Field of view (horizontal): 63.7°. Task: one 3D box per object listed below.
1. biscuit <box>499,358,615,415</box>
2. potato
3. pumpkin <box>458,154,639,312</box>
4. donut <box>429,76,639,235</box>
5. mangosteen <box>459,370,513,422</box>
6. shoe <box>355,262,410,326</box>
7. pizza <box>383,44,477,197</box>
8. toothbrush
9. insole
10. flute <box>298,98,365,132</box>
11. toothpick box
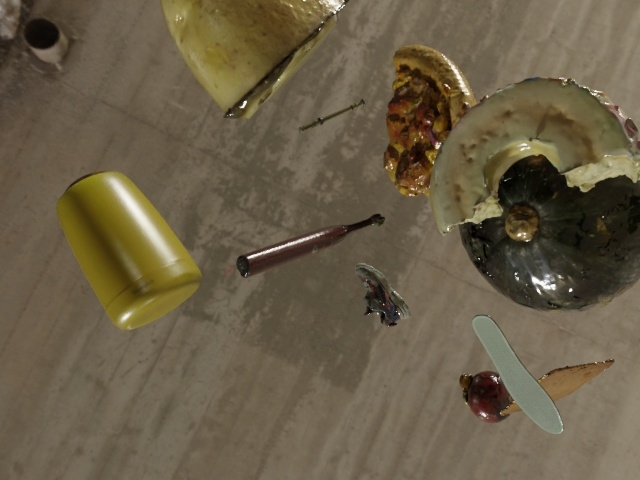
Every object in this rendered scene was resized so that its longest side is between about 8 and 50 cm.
[{"bbox_3d":[0.582,0.366,1.280,0.236,0.232,0.013,116,-36,-43],"label":"biscuit"},{"bbox_3d":[-0.103,-0.324,0.728,0.285,0.243,0.242,-52,-179,-28],"label":"potato"},{"bbox_3d":[0.535,-0.052,1.190,0.344,0.454,0.454,-20,153,-42],"label":"pumpkin"},{"bbox_3d":[0.169,-0.073,0.434,0.166,0.065,0.108,-23,-115,32],"label":"donut"},{"bbox_3d":[0.548,0.513,1.709,0.180,0.166,0.166,-2,-120,56],"label":"mangosteen"},{"bbox_3d":[0.167,0.178,1.584,0.125,0.227,0.099,-42,177,-7],"label":"shoe"},{"bbox_3d":[0.213,-0.217,1.040,0.278,0.114,0.408,135,-48,-60],"label":"pizza"},{"bbox_3d":[-0.001,0.000,0.929,0.364,0.041,0.041,-19,151,-44],"label":"toothbrush"},{"bbox_3d":[0.218,0.149,0.574,0.002,0.152,0.053,-28,174,-32],"label":"insole"},{"bbox_3d":[0.036,-0.386,1.604,0.233,0.027,0.027,-27,179,-14],"label":"flute"},{"bbox_3d":[-0.357,0.009,0.943,0.175,0.271,0.175,-34,172,-6],"label":"toothpick box"}]
